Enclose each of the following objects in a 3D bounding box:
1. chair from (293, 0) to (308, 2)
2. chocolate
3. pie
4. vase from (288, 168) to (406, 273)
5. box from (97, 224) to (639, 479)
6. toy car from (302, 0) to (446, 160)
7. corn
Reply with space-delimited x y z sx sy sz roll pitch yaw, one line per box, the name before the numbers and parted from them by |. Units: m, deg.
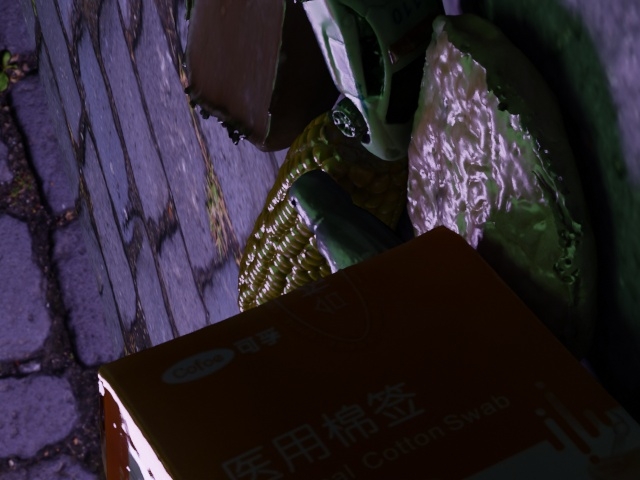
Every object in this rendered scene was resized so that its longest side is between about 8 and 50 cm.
chair | -0.001 -0.252 0.857 0.319 0.186 0.160 -131 25 -56
chocolate | -0.036 -0.160 1.274 0.261 0.083 0.161 -135 51 -63
pie | 0.101 -0.011 0.949 0.218 0.052 0.185 94 158 -47
vase | 0.050 0.037 1.065 0.211 0.060 0.060 52 158 19
box | 0.059 0.169 0.835 0.341 0.225 0.143 49 151 39
toy car | 0.041 -0.127 0.976 0.058 0.093 0.186 25 146 46
corn | 0.000 0.000 1.243 0.305 0.106 0.106 112 141 -64
